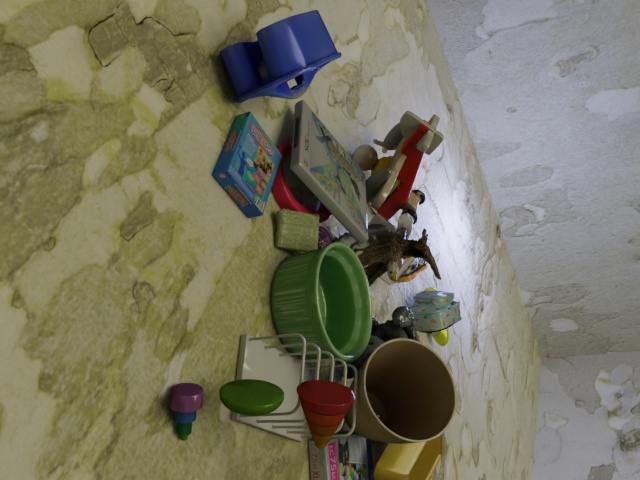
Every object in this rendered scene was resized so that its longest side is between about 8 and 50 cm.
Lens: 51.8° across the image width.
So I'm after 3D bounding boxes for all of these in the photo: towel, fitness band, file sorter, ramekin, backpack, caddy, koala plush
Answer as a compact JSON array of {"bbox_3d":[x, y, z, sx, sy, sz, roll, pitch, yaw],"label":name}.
[{"bbox_3d":[-0.060,-0.024,1.738,0.148,0.027,0.110,6,86,-43],"label":"towel"},{"bbox_3d":[-0.046,-0.159,1.835,0.291,0.054,0.209,18,67,-57],"label":"fitness band"},{"bbox_3d":[-0.047,0.344,1.530,0.278,0.173,0.193,40,48,-50],"label":"file sorter"},{"bbox_3d":[0.003,0.164,1.706,0.303,0.148,0.303,28,57,-55],"label":"ramekin"},{"bbox_3d":[0.404,0.258,2.388,0.188,0.166,0.144,-26,110,-48],"label":"backpack"},{"bbox_3d":[-0.091,-0.441,1.651,0.179,0.241,0.341,65,31,-13],"label":"caddy"},{"bbox_3d":[0.174,0.328,1.904,0.221,0.196,0.203,-22,88,-51],"label":"koala plush"}]

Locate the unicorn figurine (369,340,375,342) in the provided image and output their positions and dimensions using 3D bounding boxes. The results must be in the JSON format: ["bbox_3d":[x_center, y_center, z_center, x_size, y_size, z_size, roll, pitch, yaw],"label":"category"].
[{"bbox_3d":[0.081,0.239,1.871,0.111,0.162,0.060,-68,177,-48],"label":"unicorn figurine"}]

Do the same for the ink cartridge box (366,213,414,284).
[{"bbox_3d":[0.204,0.031,2.098,0.092,0.158,0.218,44,6,38],"label":"ink cartridge box"}]

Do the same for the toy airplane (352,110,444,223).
[{"bbox_3d":[0.237,-0.258,2.148,0.386,0.272,0.384,26,84,-81],"label":"toy airplane"}]

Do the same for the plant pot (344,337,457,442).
[{"bbox_3d":[0.170,0.419,1.715,0.256,0.274,0.256,11,60,-20],"label":"plant pot"}]

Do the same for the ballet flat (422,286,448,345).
[{"bbox_3d":[0.432,0.295,2.540,0.077,0.077,0.231,1,76,-40],"label":"ballet flat"}]

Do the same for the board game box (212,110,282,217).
[{"bbox_3d":[-0.173,-0.185,1.608,0.160,0.047,0.210,53,38,-39],"label":"board game box"}]

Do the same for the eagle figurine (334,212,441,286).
[{"bbox_3d":[0.178,0.060,1.919,0.225,0.298,0.226,-22,95,-78],"label":"eagle figurine"}]

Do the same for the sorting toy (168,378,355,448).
[{"bbox_3d":[-0.115,0.353,1.302,0.127,0.365,0.126,-133,-133,-74],"label":"sorting toy"}]

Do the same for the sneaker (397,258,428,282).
[{"bbox_3d":[0.331,0.081,2.406,0.215,0.084,0.083,-36,107,-58],"label":"sneaker"}]

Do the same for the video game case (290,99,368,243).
[{"bbox_3d":[0.031,-0.193,1.842,0.329,0.036,0.300,46,29,-35],"label":"video game case"}]

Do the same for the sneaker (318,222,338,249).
[{"bbox_3d":[0.000,0.000,1.848,0.170,0.068,0.071,42,58,-45],"label":"sneaker"}]

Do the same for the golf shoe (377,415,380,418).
[{"bbox_3d":[0.207,0.520,2.000,0.306,0.115,0.140,50,37,-44],"label":"golf shoe"}]

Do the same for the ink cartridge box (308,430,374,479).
[{"bbox_3d":[0.073,0.615,1.776,0.311,0.065,0.186,18,66,-60],"label":"ink cartridge box"}]

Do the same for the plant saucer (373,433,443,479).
[{"bbox_3d":[0.277,0.637,1.929,0.333,0.081,0.333,-49,144,-36],"label":"plant saucer"}]
